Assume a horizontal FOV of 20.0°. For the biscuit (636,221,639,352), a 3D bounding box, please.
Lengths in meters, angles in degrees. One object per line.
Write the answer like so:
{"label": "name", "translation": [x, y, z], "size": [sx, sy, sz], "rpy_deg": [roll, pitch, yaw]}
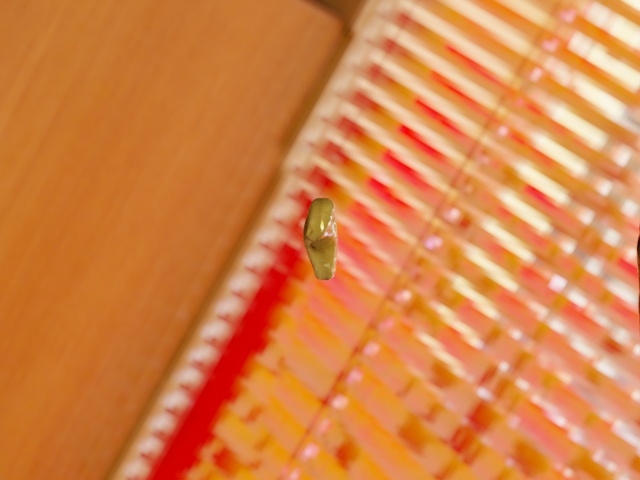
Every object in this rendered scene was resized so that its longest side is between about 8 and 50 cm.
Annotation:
{"label": "biscuit", "translation": [0.413, 0.036, 2.140], "size": [0.062, 0.290, 0.237], "rpy_deg": [2, -141, 17]}

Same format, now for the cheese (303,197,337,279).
{"label": "cheese", "translation": [0.000, 0.000, 1.558], "size": [0.030, 0.083, 0.044], "rpy_deg": [-3, -123, 0]}
